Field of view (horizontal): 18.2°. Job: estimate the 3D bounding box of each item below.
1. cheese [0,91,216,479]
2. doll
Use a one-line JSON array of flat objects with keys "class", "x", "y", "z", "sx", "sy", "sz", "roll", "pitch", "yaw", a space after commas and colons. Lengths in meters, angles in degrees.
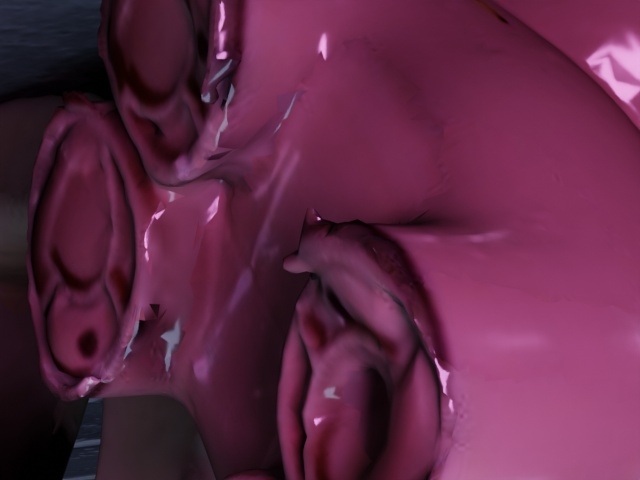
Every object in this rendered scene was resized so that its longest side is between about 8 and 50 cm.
[{"class": "cheese", "x": -0.095, "y": 0.103, "z": 0.765, "sx": 0.153, "sy": 0.332, "sz": 0.292, "roll": 10, "pitch": -171, "yaw": -46}, {"class": "doll", "x": 0.075, "y": -0.004, "z": 0.478, "sx": 0.268, "sy": 0.216, "sz": 0.284, "roll": -2, "pitch": 137, "yaw": -29}]
